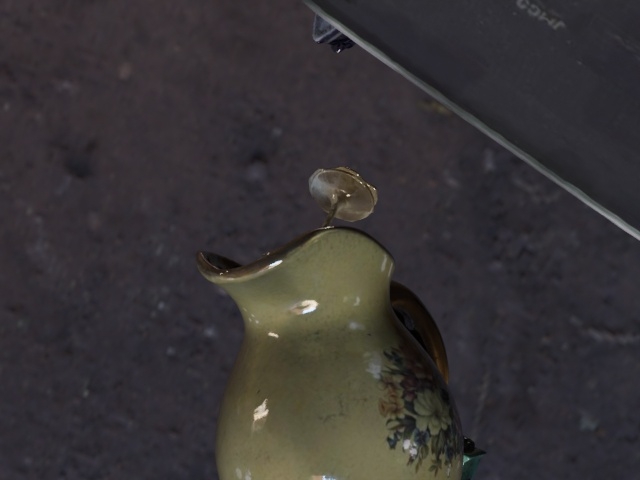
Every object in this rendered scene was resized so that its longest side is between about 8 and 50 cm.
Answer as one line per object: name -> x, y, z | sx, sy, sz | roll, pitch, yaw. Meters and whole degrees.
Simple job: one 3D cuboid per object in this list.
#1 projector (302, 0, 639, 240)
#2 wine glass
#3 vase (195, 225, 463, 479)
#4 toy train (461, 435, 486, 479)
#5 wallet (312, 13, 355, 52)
projector -> 0.213, -0.236, 1.115 | 0.395, 0.405, 0.242 | 37, 55, 11
wine glass -> 0.000, 0.000, 2.192 | 0.122, 0.122, 0.183 | 28, 49, 2
vase -> 0.031, 0.137, 1.738 | 0.329, 0.241, 0.302 | -9, 87, -56
toy train -> 0.107, 0.250, 2.037 | 0.172, 0.099, 0.070 | 21, 11, 25
wallet -> 0.054, -0.281, 1.497 | 0.036, 0.167, 0.222 | 16, 65, -26
